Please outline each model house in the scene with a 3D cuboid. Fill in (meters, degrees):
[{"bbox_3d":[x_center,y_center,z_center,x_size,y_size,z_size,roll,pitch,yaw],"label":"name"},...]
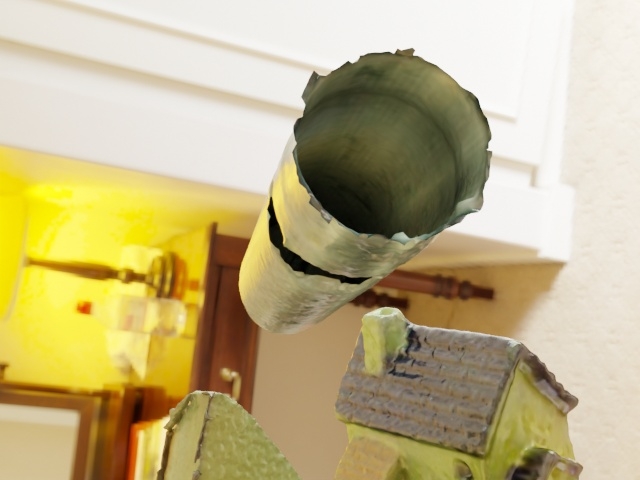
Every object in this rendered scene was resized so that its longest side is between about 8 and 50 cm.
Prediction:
[{"bbox_3d":[0.095,0.163,0.753,0.194,0.170,0.211,1,104,55],"label":"model house"}]

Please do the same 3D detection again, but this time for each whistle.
[{"bbox_3d":[0.000,0.000,0.419,0.312,0.062,0.062,128,147,-77],"label":"whistle"}]

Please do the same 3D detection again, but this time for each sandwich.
[{"bbox_3d":[-0.025,0.234,0.635,0.063,0.212,0.244,-2,75,48],"label":"sandwich"}]
